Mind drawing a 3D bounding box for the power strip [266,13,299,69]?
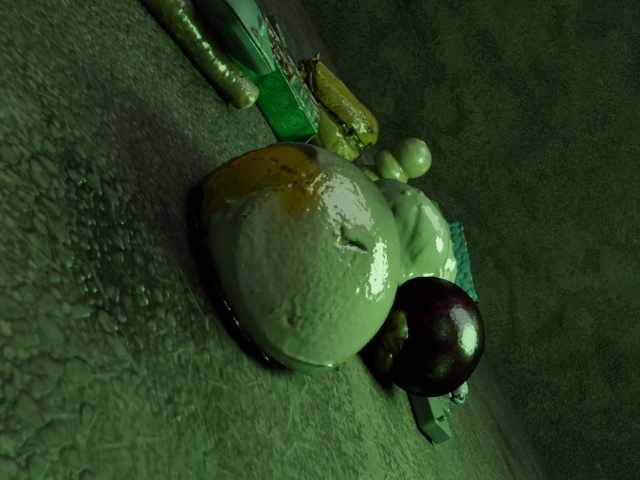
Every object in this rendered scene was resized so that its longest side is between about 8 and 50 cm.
[{"bbox_3d":[-0.110,-0.550,1.948,0.080,0.048,0.286,49,18,-51],"label":"power strip"}]

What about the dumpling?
[{"bbox_3d":[0.146,-0.011,1.466,0.243,0.187,0.318,-27,62,-38],"label":"dumpling"}]

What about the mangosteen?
[{"bbox_3d":[0.176,0.178,1.283,0.265,0.228,0.228,4,47,-25],"label":"mangosteen"}]

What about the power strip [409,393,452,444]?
[{"bbox_3d":[0.235,0.330,1.462,0.145,0.061,0.216,50,19,-40],"label":"power strip"}]

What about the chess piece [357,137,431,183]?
[{"bbox_3d":[0.156,-0.167,1.730,0.143,0.261,0.143,56,12,-19],"label":"chess piece"}]

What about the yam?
[{"bbox_3d":[-0.198,-0.328,1.131,0.300,0.066,0.066,48,19,-44],"label":"yam"}]

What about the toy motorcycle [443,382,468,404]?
[{"bbox_3d":[0.288,0.280,1.710,0.171,0.110,0.260,26,42,-42],"label":"toy motorcycle"}]

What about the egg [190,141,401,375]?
[{"bbox_3d":[0.000,0.000,0.888,0.337,0.201,0.337,48,23,-29],"label":"egg"}]

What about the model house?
[{"bbox_3d":[0.225,0.116,1.621,0.226,0.241,0.261,96,-6,-51],"label":"model house"}]

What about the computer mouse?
[{"bbox_3d":[-0.157,-0.393,1.169,0.288,0.097,0.159,42,-7,40],"label":"computer mouse"}]

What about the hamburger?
[{"bbox_3d":[0.023,-0.332,1.751,0.319,0.158,0.319,49,15,-17],"label":"hamburger"}]

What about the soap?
[{"bbox_3d":[-0.095,-0.338,1.468,0.273,0.098,0.218,57,14,-20],"label":"soap"}]

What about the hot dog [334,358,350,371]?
[{"bbox_3d":[0.002,0.137,1.024,0.056,0.041,0.133,43,16,-56],"label":"hot dog"}]
